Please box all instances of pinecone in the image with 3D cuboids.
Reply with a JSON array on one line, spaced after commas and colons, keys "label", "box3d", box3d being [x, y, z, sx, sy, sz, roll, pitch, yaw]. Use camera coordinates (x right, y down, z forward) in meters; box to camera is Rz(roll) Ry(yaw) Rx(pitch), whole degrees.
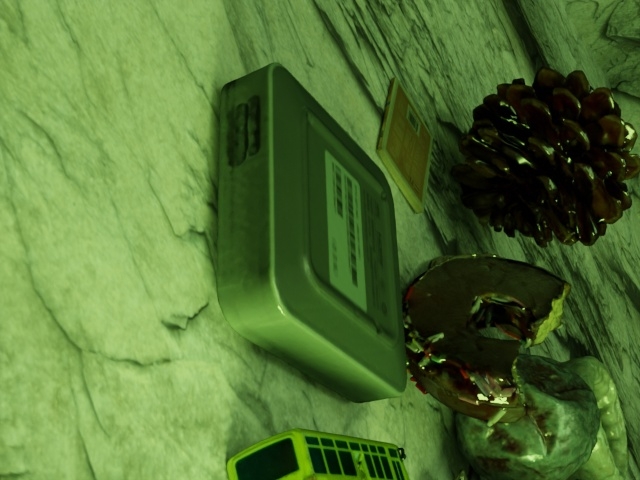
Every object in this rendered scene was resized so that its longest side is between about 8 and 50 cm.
[{"label": "pinecone", "box3d": [0.464, -0.155, 2.101, 0.398, 0.398, 0.397, 39, 42, -47]}]

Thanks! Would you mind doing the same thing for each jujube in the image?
[{"label": "jujube", "box3d": [0.365, 0.329, 1.794, 0.308, 0.215, 0.246, 7, 32, -48]}]

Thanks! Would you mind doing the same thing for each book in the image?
[{"label": "book", "box3d": [0.168, -0.188, 1.952, 0.170, 0.018, 0.241, 54, 32, -31]}]

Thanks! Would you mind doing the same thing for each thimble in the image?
[{"label": "thimble", "box3d": [0.517, 0.396, 2.078, 0.291, 0.195, 0.291, 40, 40, -45]}]

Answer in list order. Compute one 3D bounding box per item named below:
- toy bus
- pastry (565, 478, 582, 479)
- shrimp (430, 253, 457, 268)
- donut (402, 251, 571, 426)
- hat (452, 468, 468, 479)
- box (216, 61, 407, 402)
[{"label": "toy bus", "box3d": [0.014, 0.315, 1.232, 0.262, 0.128, 0.150, 24, 43, -55]}, {"label": "pastry", "box3d": [0.465, 0.555, 1.829, 0.275, 0.193, 0.275, -9, 90, -87]}, {"label": "shrimp", "box3d": [0.264, 0.072, 1.958, 0.126, 0.047, 0.223, 56, 31, -11]}, {"label": "donut", "box3d": [0.256, 0.154, 1.685, 0.345, 0.259, 0.136, -52, 152, -47]}, {"label": "hat", "box3d": [0.199, 0.457, 1.597, 0.175, 0.085, 0.147, -7, 67, -40]}, {"label": "box", "box3d": [0.001, -0.001, 1.423, 0.396, 0.111, 0.396, 39, 41, -50]}]
